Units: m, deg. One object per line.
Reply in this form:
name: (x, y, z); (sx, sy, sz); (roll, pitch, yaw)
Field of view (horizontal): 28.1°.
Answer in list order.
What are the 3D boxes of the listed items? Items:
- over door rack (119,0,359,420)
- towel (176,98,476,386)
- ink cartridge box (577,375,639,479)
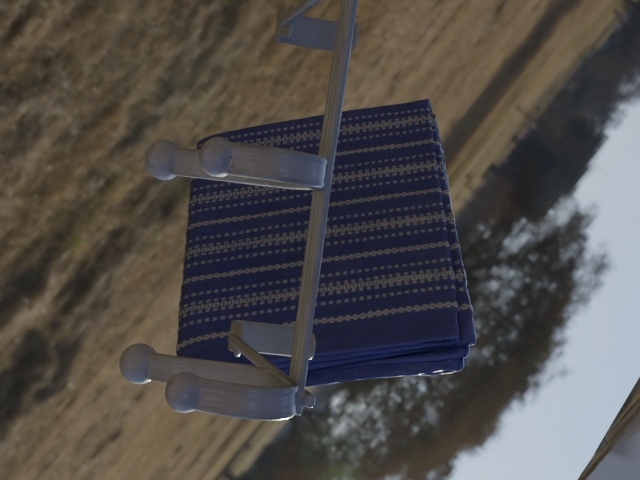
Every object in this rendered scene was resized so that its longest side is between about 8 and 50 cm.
over door rack: (-0.040, -0.036, 0.724); (0.324, 0.108, 0.240); (-94, -167, -89)
towel: (0.000, 0.000, 1.121); (0.336, 0.243, 0.040); (-92, 172, -49)
ink cartridge box: (0.320, 0.107, 0.690); (0.198, 0.270, 0.197); (-44, 164, -44)
